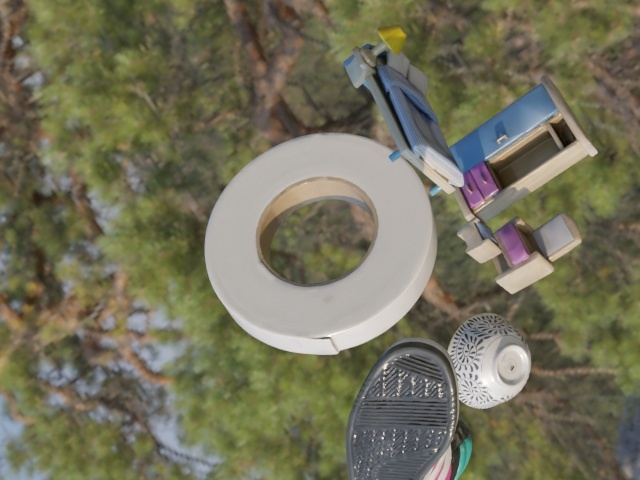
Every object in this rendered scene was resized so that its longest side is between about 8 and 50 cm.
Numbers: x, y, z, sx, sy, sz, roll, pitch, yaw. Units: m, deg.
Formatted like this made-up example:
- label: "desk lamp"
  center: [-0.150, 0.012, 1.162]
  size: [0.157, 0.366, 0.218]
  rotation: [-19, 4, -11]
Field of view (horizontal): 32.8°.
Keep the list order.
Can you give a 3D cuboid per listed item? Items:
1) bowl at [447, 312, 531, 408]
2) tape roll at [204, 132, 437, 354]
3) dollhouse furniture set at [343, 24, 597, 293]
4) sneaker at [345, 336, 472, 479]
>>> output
- label: "bowl"
  center: [0.310, 0.213, 1.886]
  size: [0.170, 0.170, 0.080]
  rotation: [57, 156, -18]
- label: "tape roll"
  center: [0.000, 0.000, 1.808]
  size: [0.392, 0.392, 0.072]
  rotation: [55, 175, 30]
- label: "dollhouse furniture set"
  center: [0.212, -0.140, 1.424]
  size: [0.303, 0.198, 0.286]
  rotation: [34, -153, -46]
- label: "sneaker"
  center: [0.103, 0.200, 1.164]
  size: [0.178, 0.124, 0.295]
  rotation: [-58, -21, -59]
